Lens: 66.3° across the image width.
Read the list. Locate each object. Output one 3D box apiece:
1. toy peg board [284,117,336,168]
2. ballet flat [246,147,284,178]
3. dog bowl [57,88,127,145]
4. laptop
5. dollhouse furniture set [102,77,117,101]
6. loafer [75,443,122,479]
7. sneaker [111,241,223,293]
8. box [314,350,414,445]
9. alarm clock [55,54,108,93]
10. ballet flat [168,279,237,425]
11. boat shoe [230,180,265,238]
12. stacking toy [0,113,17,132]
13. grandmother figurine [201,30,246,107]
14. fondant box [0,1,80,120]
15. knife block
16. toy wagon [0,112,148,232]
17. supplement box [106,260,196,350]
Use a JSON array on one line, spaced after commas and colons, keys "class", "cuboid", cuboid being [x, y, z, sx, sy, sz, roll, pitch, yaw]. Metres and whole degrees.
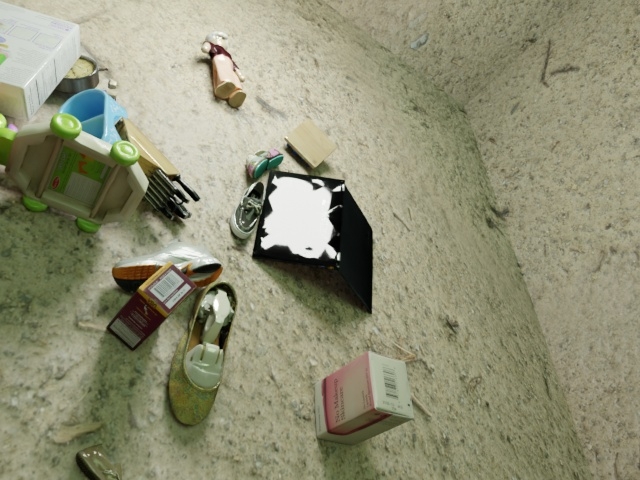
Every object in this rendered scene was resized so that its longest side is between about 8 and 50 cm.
[{"class": "toy peg board", "cuboid": [-0.050, -0.359, 1.891, 0.161, 0.079, 0.161, 45, 53, -3]}, {"class": "ballet flat", "cuboid": [-0.203, -0.268, 1.660, 0.079, 0.077, 0.221, 31, 32, 8]}, {"class": "dog bowl", "cuboid": [-0.565, -0.260, 1.195, 0.074, 0.166, 0.297, 67, 4, -53]}, {"class": "laptop", "cuboid": [0.000, 0.000, 1.640, 0.407, 0.236, 0.382, 8, 49, -3]}, {"class": "dollhouse furniture set", "cuboid": [-0.616, -0.383, 1.352, 0.081, 0.091, 0.114, 10, 53, -19]}, {"class": "loafer", "cuboid": [-0.377, 0.428, 0.881, 0.148, 0.056, 0.050, 51, 44, 3]}, {"class": "sneaker", "cuboid": [-0.379, 0.059, 1.194, 0.262, 0.099, 0.121, 0, 37, -41]}, {"class": "box", "cuboid": [0.101, 0.399, 1.227, 0.126, 0.232, 0.149, 23, 44, -29]}, {"class": "alarm clock", "cuboid": [-0.683, -0.440, 1.321, 0.129, 0.064, 0.192, 27, 44, 9]}, {"class": "ballet flat", "cuboid": [-0.259, 0.235, 1.120, 0.123, 0.123, 0.349, 28, 42, -24]}, {"class": "boat shoe", "cuboid": [-0.216, -0.100, 1.489, 0.077, 0.070, 0.219, 30, 41, -22]}, {"class": "stacking toy", "cuboid": [-0.724, -0.227, 1.061, 0.302, 0.165, 0.175, 32, 54, -37]}, {"class": "grandmother figurine", "cuboid": [-0.368, -0.659, 1.820, 0.208, 0.104, 0.342, 44, 24, -55]}, {"class": "fondant box", "cuboid": [-0.766, -0.449, 1.188, 0.238, 0.096, 0.330, 14, 45, -11]}, {"class": "knife block", "cuboid": [-0.443, -0.181, 1.314, 0.242, 0.088, 0.276, 38, 13, -46]}, {"class": "toy wagon", "cuboid": [-0.555, -0.155, 1.046, 0.344, 0.267, 0.068, 26, 41, -26]}, {"class": "supplement box", "cuboid": [-0.360, 0.142, 1.040, 0.081, 0.188, 0.104, 45, 37, -6]}]
